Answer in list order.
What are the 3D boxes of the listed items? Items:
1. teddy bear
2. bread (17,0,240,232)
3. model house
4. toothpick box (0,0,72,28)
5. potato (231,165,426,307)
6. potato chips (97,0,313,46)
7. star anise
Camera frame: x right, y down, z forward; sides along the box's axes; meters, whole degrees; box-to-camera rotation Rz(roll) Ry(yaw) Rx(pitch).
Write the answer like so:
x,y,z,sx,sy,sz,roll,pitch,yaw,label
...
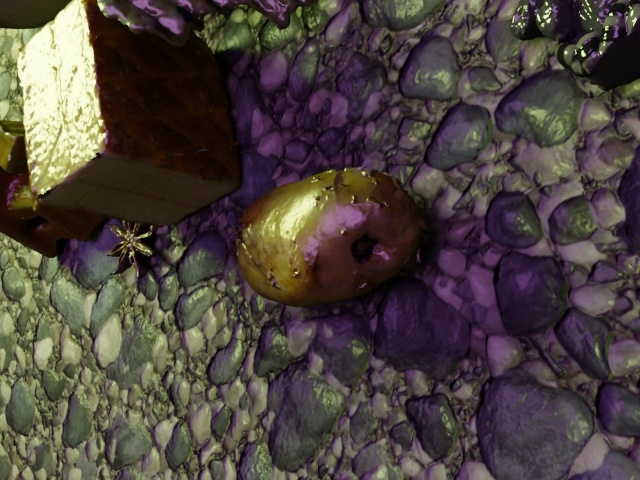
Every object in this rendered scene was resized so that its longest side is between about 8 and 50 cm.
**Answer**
x,y,z,sx,sy,sz,roll,pitch,yaw,label
0.280,-0.267,0.886,0.251,0.144,0.171,58,132,33,teddy bear
-0.291,-0.191,1.259,0.207,0.279,0.278,-27,63,36,bread
-0.493,-0.110,1.451,0.239,0.268,0.173,-9,57,37,model house
-0.588,-0.593,1.479,0.425,0.409,0.408,15,92,44,toothpick box
0.000,0.000,1.068,0.300,0.140,0.172,-12,71,42,potato
-0.190,-0.450,1.246,0.097,0.373,0.389,87,157,-52,potato chips
-0.319,0.002,1.394,0.141,0.042,0.140,-4,83,37,star anise
